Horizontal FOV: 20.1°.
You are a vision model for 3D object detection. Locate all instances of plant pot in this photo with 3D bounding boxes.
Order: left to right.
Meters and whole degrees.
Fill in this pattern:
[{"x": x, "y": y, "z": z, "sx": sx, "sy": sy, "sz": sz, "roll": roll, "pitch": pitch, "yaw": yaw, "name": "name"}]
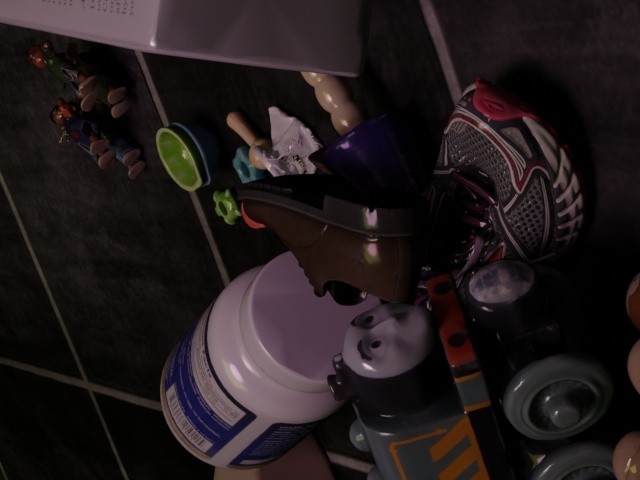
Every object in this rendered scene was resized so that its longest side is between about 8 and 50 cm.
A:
[{"x": -0.049, "y": 0.245, "z": 1.862, "sx": 0.109, "sy": 0.109, "sz": 0.096, "roll": 5, "pitch": 107, "yaw": 58, "name": "plant pot"}]

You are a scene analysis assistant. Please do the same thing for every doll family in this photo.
[{"x": -0.243, "y": -0.139, "z": 1.859, "sx": 0.111, "sy": 0.076, "sz": 0.193, "roll": 34, "pitch": 145, "yaw": 33, "name": "doll family"}]

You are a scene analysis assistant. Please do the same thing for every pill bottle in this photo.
[{"x": -0.045, "y": 0.110, "z": 1.668, "sx": 0.153, "sy": 0.153, "sz": 0.265, "roll": 57, "pitch": 152, "yaw": 7, "name": "pill bottle"}]

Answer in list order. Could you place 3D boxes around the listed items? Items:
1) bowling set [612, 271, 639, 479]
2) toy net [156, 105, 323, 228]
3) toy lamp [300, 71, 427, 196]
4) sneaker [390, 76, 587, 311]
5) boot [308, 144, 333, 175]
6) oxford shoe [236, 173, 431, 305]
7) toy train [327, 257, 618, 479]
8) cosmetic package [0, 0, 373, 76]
[{"x": 0.245, "y": 0.115, "z": 1.185, "sx": 0.200, "sy": 0.154, "sz": 0.287, "roll": 36, "pitch": 143, "yaw": 39, "name": "bowling set"}, {"x": -0.068, "y": -0.060, "z": 1.666, "sx": 0.232, "sy": 0.045, "sz": 0.122, "roll": 0, "pitch": 115, "yaw": 59, "name": "toy net"}, {"x": -0.004, "y": -0.146, "z": 1.449, "sx": 0.275, "sy": 0.080, "sz": 0.080, "roll": 59, "pitch": 152, "yaw": 6, "name": "toy lamp"}, {"x": 0.116, "y": 0.011, "z": 1.354, "sx": 0.121, "sy": 0.112, "sz": 0.299, "roll": 42, "pitch": 146, "yaw": 32, "name": "sneaker"}, {"x": 0.039, "y": -0.022, "z": 1.538, "sx": 0.106, "sy": 0.037, "sz": 0.114, "roll": 22, "pitch": 138, "yaw": 53, "name": "boot"}, {"x": 0.000, "y": 0.000, "z": 1.379, "sx": 0.227, "sy": 0.083, "sz": 0.096, "roll": 23, "pitch": 117, "yaw": 59, "name": "oxford shoe"}, {"x": 0.126, "y": 0.159, "z": 1.323, "sx": 0.142, "sy": 0.190, "sz": 0.334, "roll": -104, "pitch": -5, "yaw": -50, "name": "toy train"}, {"x": -0.126, "y": -0.255, "z": 1.324, "sx": 0.453, "sy": 0.161, "sz": 0.230, "roll": 21, "pitch": 104, "yaw": 60, "name": "cosmetic package"}]
